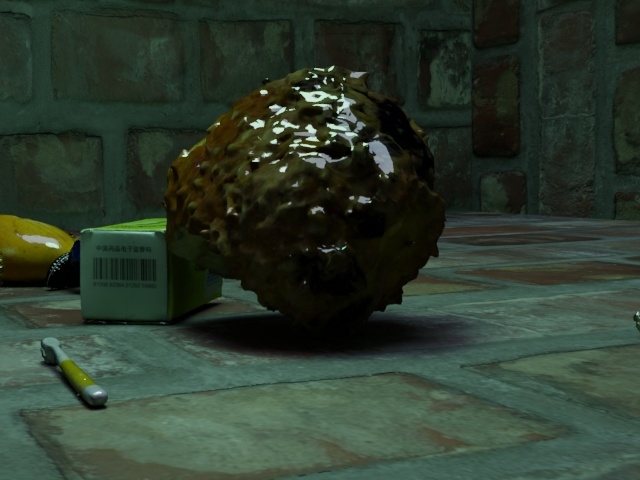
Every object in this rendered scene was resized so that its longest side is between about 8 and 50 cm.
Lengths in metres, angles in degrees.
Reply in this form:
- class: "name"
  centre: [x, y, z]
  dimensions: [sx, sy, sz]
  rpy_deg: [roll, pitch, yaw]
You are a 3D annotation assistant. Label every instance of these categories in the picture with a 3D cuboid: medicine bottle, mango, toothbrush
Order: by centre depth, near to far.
- class: "toothbrush"
  centre: [-0.254, 0.134, 1.131]
  dimensions: [0.021, 0.024, 0.288]
  rpy_deg: [-6, 7, -22]
- class: "medicine bottle"
  centre: [-0.241, 0.039, 1.635]
  dimensions: [0.137, 0.141, 0.250]
  rpy_deg: [2, 5, 13]
- class: "mango"
  centre: [-0.556, 0.021, 2.103]
  dimensions: [0.252, 0.126, 0.154]
  rpy_deg: [9, -3, 30]

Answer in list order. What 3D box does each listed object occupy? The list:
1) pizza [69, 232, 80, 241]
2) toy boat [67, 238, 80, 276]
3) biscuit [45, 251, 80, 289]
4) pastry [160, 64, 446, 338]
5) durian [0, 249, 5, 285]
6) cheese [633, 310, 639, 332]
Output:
- class: "pizza"
  centre: [-0.421, 0.029, 2.220]
  dimensions: [0.297, 0.071, 0.189]
  rpy_deg: [3, -5, 36]
- class: "toy boat"
  centre: [-0.292, 0.032, 1.986]
  dimensions: [0.318, 0.072, 0.219]
  rpy_deg: [9, -23, -44]
- class: "biscuit"
  centre: [-0.456, 0.060, 2.001]
  dimensions: [0.027, 0.087, 0.089]
  rpy_deg: [31, -22, 23]
- class: "pastry"
  centre: [-0.005, -0.060, 1.440]
  dimensions: [0.292, 0.337, 0.405]
  rpy_deg: [43, -11, -32]
- class: "durian"
  centre: [-0.560, 0.051, 1.690]
  dimensions: [0.158, 0.137, 0.168]
  rpy_deg: [-22, 22, -10]
- class: "cheese"
  centre: [0.415, 0.096, 1.298]
  dimensions: [0.060, 0.041, 0.084]
  rpy_deg: [5, -14, -25]
